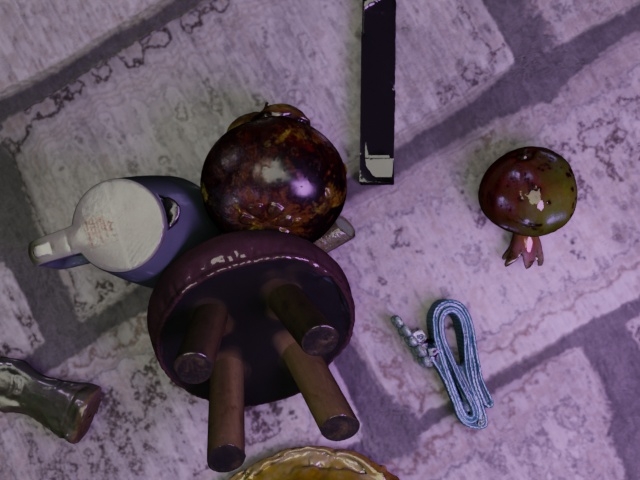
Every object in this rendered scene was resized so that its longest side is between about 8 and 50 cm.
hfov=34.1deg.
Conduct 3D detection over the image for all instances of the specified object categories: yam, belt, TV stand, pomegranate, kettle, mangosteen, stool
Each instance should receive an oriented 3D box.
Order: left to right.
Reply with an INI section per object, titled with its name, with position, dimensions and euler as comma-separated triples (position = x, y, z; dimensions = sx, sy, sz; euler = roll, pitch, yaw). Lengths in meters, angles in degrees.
[kettle]
position = -0.256, -0.009, 1.355
dimensions = 0.210, 0.243, 0.160
euler = -13, 87, 7
[stool]
position = -0.077, 0.140, 1.305
dimensions = 0.272, 0.178, 0.272
euler = -6, 126, -8
[mangosteen]
position = -0.060, -0.093, 1.381
dimensions = 0.192, 0.192, 0.217
euler = -2, 46, 6
[yam]
position = 0.000, 0.000, 1.427
dimensions = 0.094, 0.043, 0.043
euler = -30, 85, 5
[TV stand]
position = 0.079, -0.205, 1.428
dimensions = 0.048, 0.040, 0.257
euler = 1, 88, 6
[belt]
position = 0.170, 0.170, 1.396
dimensions = 0.100, 0.065, 0.179
euler = -18, 85, -5
[pomegranate]
position = 0.267, -0.049, 1.375
dimensions = 0.129, 0.129, 0.159
euler = 25, 134, 6

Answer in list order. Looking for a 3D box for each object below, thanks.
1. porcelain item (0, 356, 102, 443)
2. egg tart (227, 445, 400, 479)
[porcelain item]
position = -0.417, 0.206, 1.449
dimensions = 0.215, 0.069, 0.081
euler = 21, 102, 5
[egg tart]
position = -0.015, 0.442, 1.371
dimensions = 0.345, 0.132, 0.346
euler = -1, 86, 7
